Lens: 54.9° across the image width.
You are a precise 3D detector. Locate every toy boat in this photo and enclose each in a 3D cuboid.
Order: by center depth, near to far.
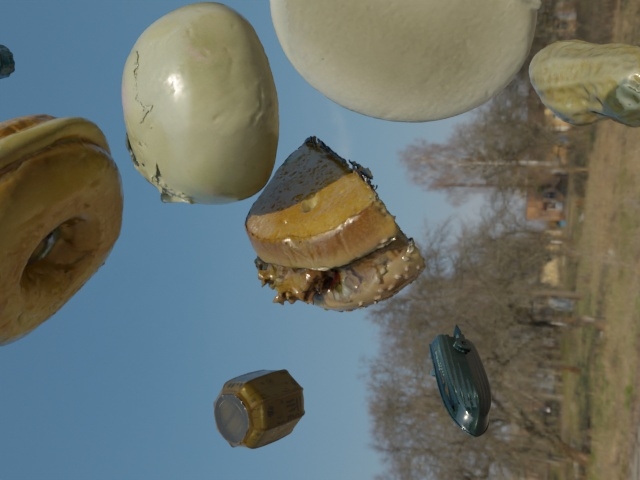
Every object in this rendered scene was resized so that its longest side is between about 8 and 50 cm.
[{"bbox_3d":[0.259,0.269,1.139,0.246,0.093,0.103,-90,16,-61],"label":"toy boat"}]

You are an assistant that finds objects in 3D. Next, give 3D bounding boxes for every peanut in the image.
[{"bbox_3d":[0.491,-0.271,1.075,0.152,0.313,0.152,-9,-68,-23],"label":"peanut"}]

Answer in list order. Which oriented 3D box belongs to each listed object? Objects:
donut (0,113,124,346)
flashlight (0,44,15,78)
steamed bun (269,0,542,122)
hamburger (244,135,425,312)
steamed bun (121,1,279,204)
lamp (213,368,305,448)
[{"bbox_3d":[-0.516,-0.018,1.058,0.448,0.198,0.449,-58,-9,-15],"label":"donut"},{"bbox_3d":[-0.269,-0.122,0.418,0.129,0.051,0.051,-35,-54,-67],"label":"flashlight"},{"bbox_3d":[0.064,-0.210,0.580,0.146,0.242,0.164,-92,26,-51],"label":"steamed bun"},{"bbox_3d":[0.000,0.000,1.199,0.268,0.287,0.445,52,180,-29],"label":"hamburger"},{"bbox_3d":[-0.219,-0.233,1.047,0.333,0.233,0.312,58,153,32],"label":"steamed bun"},{"bbox_3d":[-0.131,0.364,1.345,0.185,0.161,0.161,-3,-83,-51],"label":"lamp"}]
